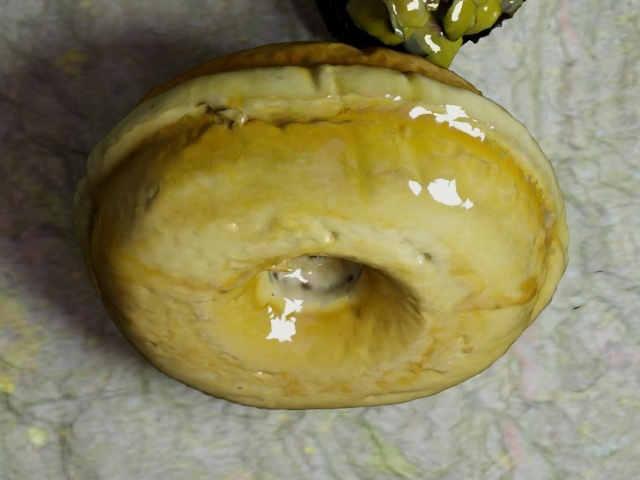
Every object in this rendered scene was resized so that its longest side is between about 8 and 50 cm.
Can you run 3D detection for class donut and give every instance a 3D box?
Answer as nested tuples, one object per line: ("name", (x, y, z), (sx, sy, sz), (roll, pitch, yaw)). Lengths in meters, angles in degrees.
("donut", (0.000, 0.000, 1.437), (0.449, 0.198, 0.449), (1, 138, 1))

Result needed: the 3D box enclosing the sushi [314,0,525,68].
("sushi", (0.114, -0.335, 1.446), (0.329, 0.285, 0.328), (-26, 103, -10))
